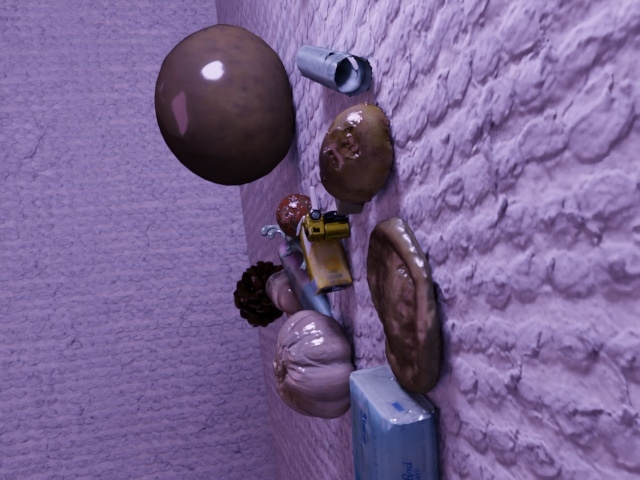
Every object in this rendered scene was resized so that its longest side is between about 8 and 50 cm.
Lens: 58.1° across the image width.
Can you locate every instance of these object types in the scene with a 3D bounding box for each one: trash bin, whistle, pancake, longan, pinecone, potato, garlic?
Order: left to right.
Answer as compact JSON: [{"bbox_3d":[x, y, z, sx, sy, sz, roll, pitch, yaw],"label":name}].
[{"bbox_3d":[-0.231,-0.332,1.425,0.404,0.336,0.405,46,-146,-45],"label":"longan"},{"bbox_3d":[-0.178,0.167,1.829,0.184,0.179,0.205,56,141,16],"label":"pinecone"},{"bbox_3d":[-0.020,0.250,1.163,0.228,0.152,0.228,169,90,-70],"label":"garlic"},{"bbox_3d":[0.010,-0.288,0.958,0.312,0.062,0.062,-125,30,-65],"label":"whistle"},{"bbox_3d":[0.036,-0.104,0.820,0.101,0.089,0.172,-117,34,-43],"label":"potato"},{"bbox_3d":[0.043,-0.097,0.962,0.061,0.042,0.092,98,164,-50],"label":"trash bin"},{"bbox_3d":[0.105,0.087,0.776,0.222,0.042,0.237,142,121,-78],"label":"pancake"}]

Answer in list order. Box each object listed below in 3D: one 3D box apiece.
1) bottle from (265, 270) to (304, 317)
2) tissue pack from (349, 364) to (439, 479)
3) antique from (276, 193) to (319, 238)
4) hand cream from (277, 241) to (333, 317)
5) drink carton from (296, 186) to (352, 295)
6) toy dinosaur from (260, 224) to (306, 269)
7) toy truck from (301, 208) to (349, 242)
[{"bbox_3d":[-0.087,0.150,1.552,0.209,0.097,0.110,-155,59,-76],"label":"bottle"},{"bbox_3d":[0.102,0.334,0.819,0.177,0.089,0.264,-150,53,-72],"label":"tissue pack"},{"bbox_3d":[-0.050,-0.053,1.269,0.104,0.104,0.104,173,90,-78],"label":"antique"},{"bbox_3d":[-0.026,0.130,1.349,0.312,0.070,0.111,-116,26,-43],"label":"hand cream"},{"bbox_3d":[0.000,0.000,1.107,0.074,0.084,0.200,113,145,-68],"label":"drink carton"},{"bbox_3d":[-0.089,-0.034,1.395,0.383,0.129,0.076,-113,27,-54],"label":"toy dinosaur"},{"bbox_3d":[0.008,-0.027,1.053,0.049,0.083,0.054,117,145,-69],"label":"toy truck"}]
